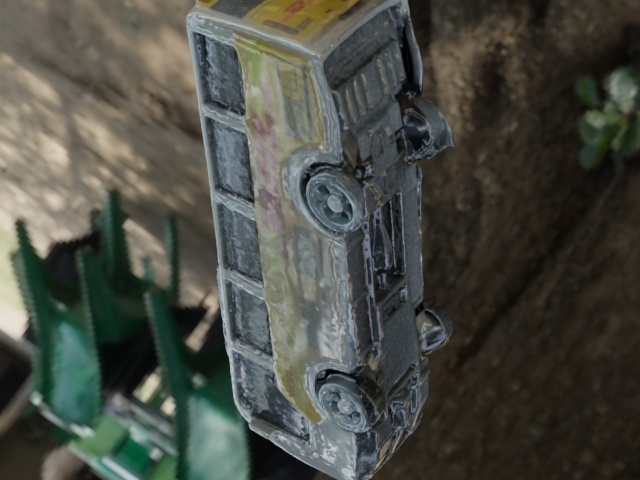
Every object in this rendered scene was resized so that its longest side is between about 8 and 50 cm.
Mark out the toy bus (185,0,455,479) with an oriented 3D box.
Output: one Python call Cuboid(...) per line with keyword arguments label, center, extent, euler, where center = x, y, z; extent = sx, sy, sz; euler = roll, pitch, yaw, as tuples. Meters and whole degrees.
Cuboid(label="toy bus", center=(0.000, 0.000, 0.886), extent=(0.138, 0.097, 0.342), euler=(22, 136, 27))
